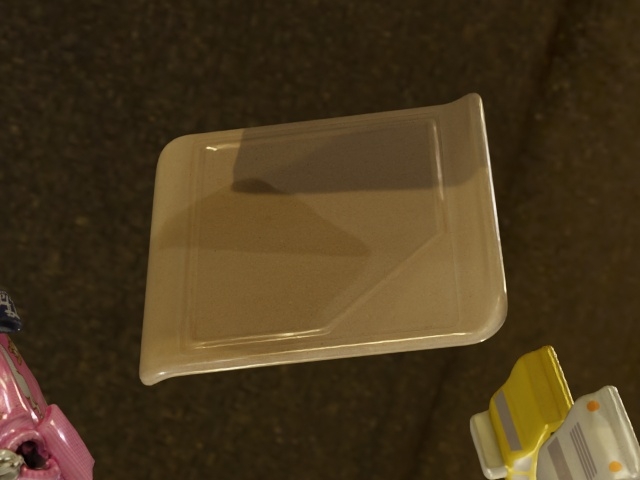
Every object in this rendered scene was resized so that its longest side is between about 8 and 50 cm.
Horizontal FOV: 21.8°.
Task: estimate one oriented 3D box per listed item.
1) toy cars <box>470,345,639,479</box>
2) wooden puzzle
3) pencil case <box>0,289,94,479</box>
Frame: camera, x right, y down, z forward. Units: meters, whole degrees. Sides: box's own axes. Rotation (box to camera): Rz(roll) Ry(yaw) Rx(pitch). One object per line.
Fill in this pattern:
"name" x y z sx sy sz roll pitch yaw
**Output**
"toy cars" 0.196 0.192 1.431 0.393 0.087 0.176 -139 -144 -83
"wooden puzzle" 0.000 0.000 1.104 0.221 0.238 0.044 -91 168 -45
"pencil case" -0.302 0.167 0.811 0.386 0.160 0.167 -25 144 -20
